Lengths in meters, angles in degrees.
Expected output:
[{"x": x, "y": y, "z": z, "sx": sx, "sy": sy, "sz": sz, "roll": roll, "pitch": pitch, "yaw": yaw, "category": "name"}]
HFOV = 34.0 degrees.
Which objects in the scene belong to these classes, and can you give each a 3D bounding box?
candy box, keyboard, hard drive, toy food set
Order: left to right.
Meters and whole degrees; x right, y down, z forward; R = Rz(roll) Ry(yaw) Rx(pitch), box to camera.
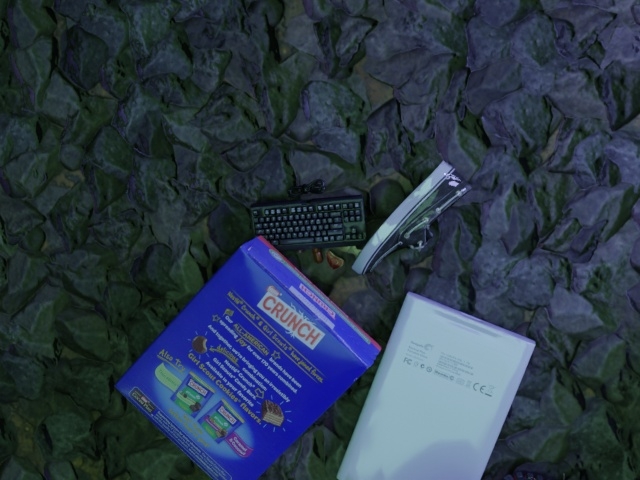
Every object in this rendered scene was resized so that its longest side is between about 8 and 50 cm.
[{"x": -0.112, "y": 0.195, "z": 1.628, "sx": 0.268, "sy": 0.122, "sz": 0.317, "roll": 44, "pitch": 107, "yaw": 0, "category": "candy box"}, {"x": -0.021, "y": -0.040, "z": 1.629, "sx": 0.180, "sy": 0.023, "sz": 0.108, "roll": -4, "pitch": 95, "yaw": 10, "category": "keyboard"}, {"x": 0.000, "y": 0.000, "z": 1.651, "sx": 0.122, "sy": 0.019, "sz": 0.078, "roll": 44, "pitch": 101, "yaw": 4, "category": "toy food set"}, {"x": 0.178, "y": 0.266, "z": 1.637, "sx": 0.210, "sy": 0.040, "sz": 0.319, "roll": 21, "pitch": 99, "yaw": 7, "category": "hard drive"}]

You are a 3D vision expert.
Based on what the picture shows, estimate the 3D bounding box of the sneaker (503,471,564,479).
[{"x": 0.401, "y": 0.444, "z": 1.591, "sx": 0.299, "sy": 0.121, "sz": 0.112, "roll": 17, "pitch": 128, "yaw": 7, "category": "sneaker"}]

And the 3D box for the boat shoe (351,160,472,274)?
[{"x": 0.138, "y": -0.020, "z": 1.595, "sx": 0.070, "sy": 0.078, "sz": 0.219, "roll": 43, "pitch": 100, "yaw": 4, "category": "boat shoe"}]
